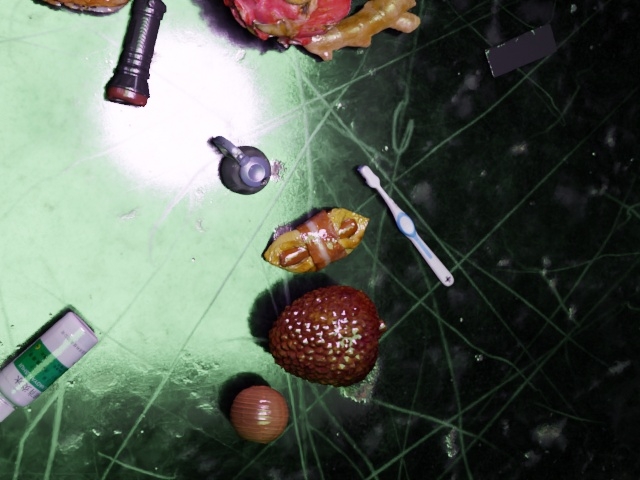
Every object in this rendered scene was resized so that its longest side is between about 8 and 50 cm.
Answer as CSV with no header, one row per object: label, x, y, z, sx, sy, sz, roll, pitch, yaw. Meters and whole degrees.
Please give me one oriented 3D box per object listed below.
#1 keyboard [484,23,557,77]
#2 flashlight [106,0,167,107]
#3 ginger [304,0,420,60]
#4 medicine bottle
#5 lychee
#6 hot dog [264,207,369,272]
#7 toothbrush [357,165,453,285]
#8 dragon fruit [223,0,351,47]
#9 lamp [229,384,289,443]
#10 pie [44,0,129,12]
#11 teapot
keyboard,0.498,-0.471,2.126,0.196,0.015,0.074,-25,107,-14
flashlight,-0.384,-0.399,1.800,0.093,0.093,0.232,12,88,-20
ginger,0.086,-0.495,1.956,0.298,0.065,0.118,-22,99,-12
medicine bottle,-0.593,0.267,1.800,0.260,0.095,0.095,-42,107,-8
lychee,0.018,0.219,1.933,0.271,0.236,0.236,-9,100,-2
hot dog,0.004,0.003,1.971,0.261,0.093,0.123,-31,105,-13
toothbrush,0.212,-0.031,2.067,0.040,0.040,0.386,-43,108,-10
dragon fruit,-0.084,-0.545,1.790,0.291,0.269,0.250,2,82,-13
lamp,-0.139,0.394,1.947,0.136,0.136,0.136,-2,97,-19
pie,-0.477,-0.600,1.739,0.308,0.085,0.308,-3,101,-16
teapot,-0.161,-0.171,1.886,0.111,0.108,0.149,-20,103,-17
